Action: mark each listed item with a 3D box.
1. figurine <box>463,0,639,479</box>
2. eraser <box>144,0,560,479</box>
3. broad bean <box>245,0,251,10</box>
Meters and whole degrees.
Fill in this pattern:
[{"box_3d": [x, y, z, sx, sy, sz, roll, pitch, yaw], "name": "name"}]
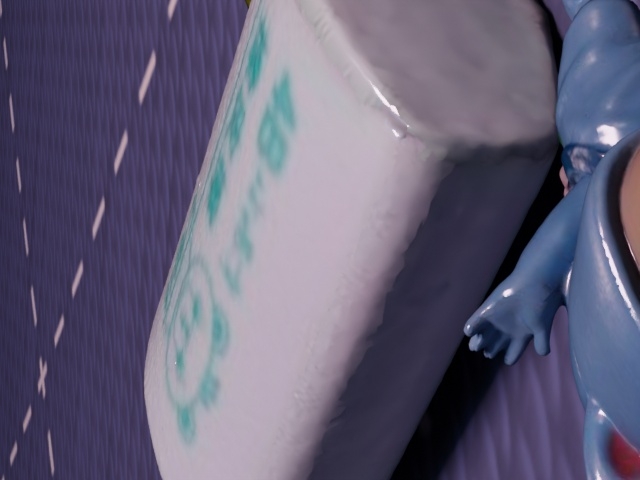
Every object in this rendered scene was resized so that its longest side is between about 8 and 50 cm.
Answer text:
[{"box_3d": [0.111, -0.021, 0.371, 0.178, 0.114, 0.144, -98, 25, -43], "name": "figurine"}, {"box_3d": [0.000, 0.000, 0.629, 0.189, 0.104, 0.290, -114, 34, -40], "name": "eraser"}, {"box_3d": [0.012, -0.210, 0.666, 0.339, 0.061, 0.077, 118, 153, -45], "name": "broad bean"}]
